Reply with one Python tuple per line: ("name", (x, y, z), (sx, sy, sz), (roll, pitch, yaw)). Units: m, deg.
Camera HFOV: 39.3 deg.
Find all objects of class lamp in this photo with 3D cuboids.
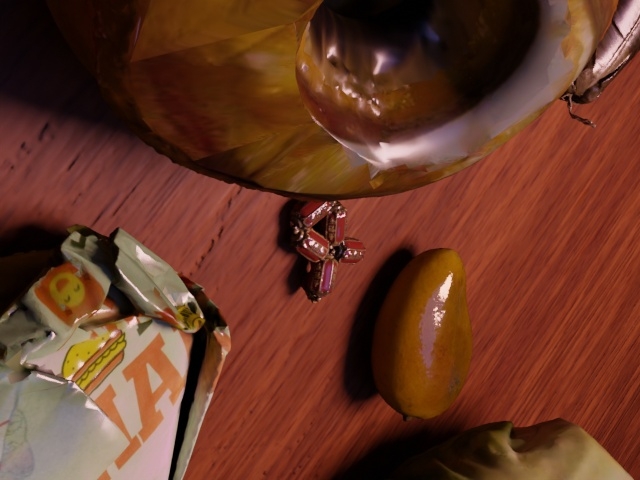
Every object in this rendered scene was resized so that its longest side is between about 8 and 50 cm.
("lamp", (0.000, 0.000, 0.686), (0.063, 0.031, 0.083), (-45, 135, -22))

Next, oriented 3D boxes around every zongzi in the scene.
("zongzi", (0.233, -0.227, 0.776), (0.187, 0.084, 0.184), (-49, 126, -9))

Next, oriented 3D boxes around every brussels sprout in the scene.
("brussels sprout", (0.159, 0.310, 0.868), (0.344, 0.344, 0.268), (-40, 101, -24))

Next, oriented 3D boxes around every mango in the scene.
("mango", (0.093, 0.082, 0.799), (0.103, 0.076, 0.161), (-13, 118, -38))

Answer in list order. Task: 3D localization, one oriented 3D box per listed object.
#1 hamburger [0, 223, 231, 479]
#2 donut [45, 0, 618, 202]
("hamburger", (-0.162, 0.097, 0.494), (0.235, 0.125, 0.214), (-7, 111, -49))
("donut", (0.030, -0.139, 0.470), (0.330, 0.160, 0.330), (-24, 145, -18))
